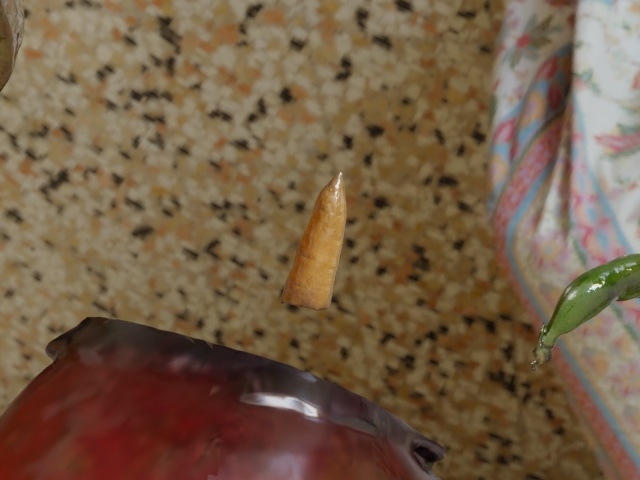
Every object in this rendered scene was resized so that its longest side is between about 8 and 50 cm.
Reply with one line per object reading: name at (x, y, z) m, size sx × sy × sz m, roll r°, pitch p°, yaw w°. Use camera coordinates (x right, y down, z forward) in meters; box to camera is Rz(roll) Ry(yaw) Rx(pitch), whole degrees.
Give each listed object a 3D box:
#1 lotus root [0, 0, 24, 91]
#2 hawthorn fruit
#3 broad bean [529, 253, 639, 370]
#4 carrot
lotus root at (-0.482, -0.209, 1.429) m, size 0.391 × 0.111 × 0.375 m, roll -14°, pitch 131°, yaw 11°
hawthorn fruit at (-0.052, 0.156, 0.508) m, size 0.215 × 0.249 × 0.215 m, roll 22°, pitch 141°, yaw 19°
broad bean at (0.371, 0.079, 1.707) m, size 0.049 × 0.292 × 0.144 m, roll 41°, pitch 126°, yaw 46°
carrot at (0.000, 0.000, 1.992) m, size 0.072 × 0.072 × 0.205 m, roll 17°, pitch 108°, yaw 10°
